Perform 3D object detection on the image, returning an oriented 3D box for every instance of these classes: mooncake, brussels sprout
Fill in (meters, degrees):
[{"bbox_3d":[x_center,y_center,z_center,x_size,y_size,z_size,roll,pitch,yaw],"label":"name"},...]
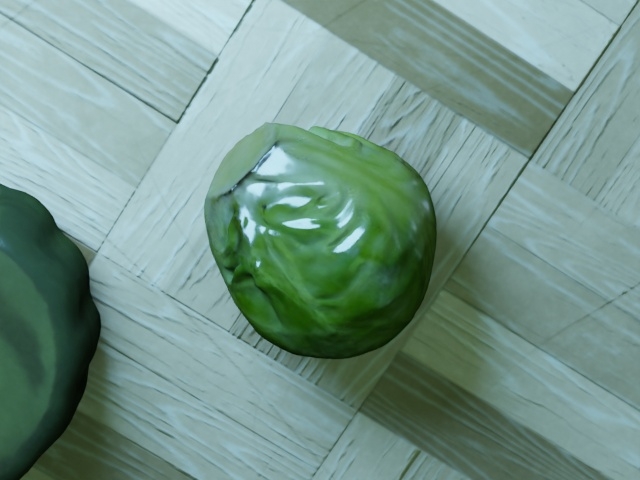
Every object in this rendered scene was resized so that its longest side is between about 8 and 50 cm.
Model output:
[{"bbox_3d":[-0.398,0.105,1.446,0.351,0.187,0.351,0,100,-2],"label":"mooncake"},{"bbox_3d":[0.000,0.000,1.414,0.244,0.244,0.244,0,104,0],"label":"brussels sprout"}]
